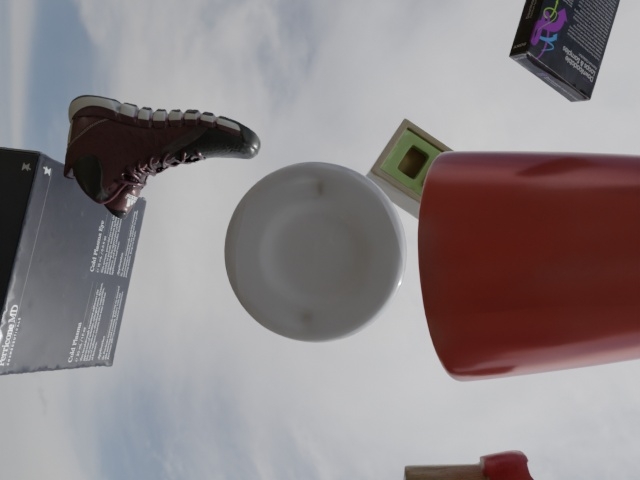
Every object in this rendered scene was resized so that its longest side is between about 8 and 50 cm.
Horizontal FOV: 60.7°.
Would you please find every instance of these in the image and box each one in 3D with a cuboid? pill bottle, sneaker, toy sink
[{"bbox_3d":[0.000,0.000,0.444,0.208,0.119,0.119,-65,150,-84],"label":"pill bottle"},{"bbox_3d":[-0.233,-0.103,0.788,0.106,0.281,0.163,78,21,-79],"label":"sneaker"},{"bbox_3d":[0.241,-0.147,1.281,0.234,0.153,0.131,35,-9,-1],"label":"toy sink"}]

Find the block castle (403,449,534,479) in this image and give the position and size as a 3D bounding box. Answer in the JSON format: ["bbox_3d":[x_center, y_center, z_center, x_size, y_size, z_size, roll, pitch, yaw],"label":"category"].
[{"bbox_3d":[0.212,0.485,0.568,0.303,0.212,0.454,73,16,-85],"label":"block castle"}]

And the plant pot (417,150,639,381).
[{"bbox_3d":[0.266,0.021,0.606,0.243,0.275,0.275,-4,-86,29],"label":"plant pot"}]

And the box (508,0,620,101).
[{"bbox_3d":[0.271,-0.249,0.594,0.029,0.116,0.162,8,-101,60],"label":"box"}]

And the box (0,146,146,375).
[{"bbox_3d":[-0.491,0.045,0.955,0.178,0.312,0.344,8,-98,13],"label":"box"}]
